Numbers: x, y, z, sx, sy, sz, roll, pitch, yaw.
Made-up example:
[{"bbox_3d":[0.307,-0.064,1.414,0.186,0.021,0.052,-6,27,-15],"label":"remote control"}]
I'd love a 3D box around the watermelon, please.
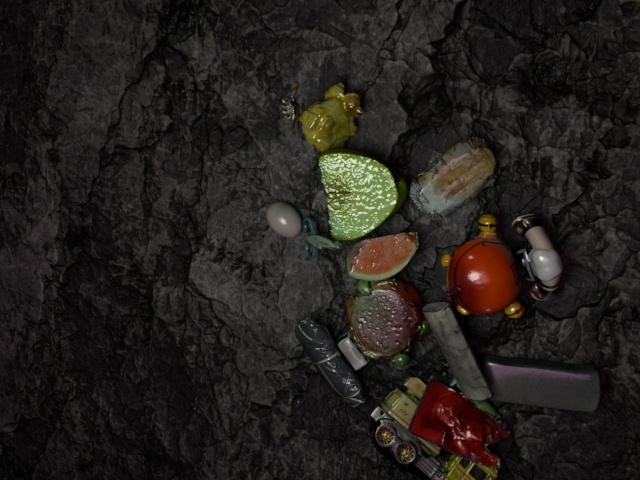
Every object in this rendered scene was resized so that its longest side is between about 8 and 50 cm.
[{"bbox_3d":[0.181,0.042,1.545,0.230,0.146,0.129,-11,98,-7],"label":"watermelon"}]

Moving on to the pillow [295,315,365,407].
[{"bbox_3d":[0.030,0.395,1.648,0.092,0.161,0.335,-32,92,-22],"label":"pillow"}]

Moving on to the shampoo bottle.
[{"bbox_3d":[0.483,0.503,1.553,0.065,0.065,0.205,-42,84,20],"label":"shampoo bottle"}]

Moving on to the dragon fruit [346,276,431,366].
[{"bbox_3d":[0.206,0.243,1.568,0.268,0.130,0.296,-17,92,17],"label":"dragon fruit"}]

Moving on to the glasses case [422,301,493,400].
[{"bbox_3d":[0.399,0.322,1.465,0.300,0.060,0.114,63,156,-6],"label":"glasses case"}]

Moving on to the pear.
[{"bbox_3d":[0.131,-0.158,1.516,0.292,0.159,0.293,5,112,13],"label":"pear"}]

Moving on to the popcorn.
[{"bbox_3d":[0.043,-0.361,1.529,0.195,0.173,0.168,-42,123,-5],"label":"popcorn"}]

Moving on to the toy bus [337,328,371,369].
[{"bbox_3d":[0.107,0.361,1.654,0.060,0.075,0.123,-38,85,21],"label":"toy bus"}]

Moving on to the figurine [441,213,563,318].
[{"bbox_3d":[0.495,0.089,1.413,0.322,0.196,0.320,-20,98,11],"label":"figurine"}]

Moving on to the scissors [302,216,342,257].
[{"bbox_3d":[0.000,0.000,1.553,0.041,0.289,0.138,-5,98,-22],"label":"scissors"}]

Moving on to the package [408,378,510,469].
[{"bbox_3d":[0.411,0.541,1.468,0.269,0.194,0.071,30,137,11],"label":"package"}]

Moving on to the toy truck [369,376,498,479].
[{"bbox_3d":[0.348,0.626,1.557,0.405,0.181,0.254,39,86,11],"label":"toy truck"}]

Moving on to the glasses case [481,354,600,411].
[{"bbox_3d":[0.640,0.419,1.479,0.322,0.074,0.131,2,100,19],"label":"glasses case"}]

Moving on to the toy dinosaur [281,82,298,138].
[{"bbox_3d":[-0.099,-0.418,1.624,0.058,0.037,0.181,3,99,23],"label":"toy dinosaur"}]

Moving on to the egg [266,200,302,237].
[{"bbox_3d":[-0.118,-0.068,1.649,0.135,0.103,0.103,45,110,3],"label":"egg"}]

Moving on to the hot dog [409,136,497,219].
[{"bbox_3d":[0.388,-0.179,1.464,0.270,0.082,0.163,-39,98,12],"label":"hot dog"}]
